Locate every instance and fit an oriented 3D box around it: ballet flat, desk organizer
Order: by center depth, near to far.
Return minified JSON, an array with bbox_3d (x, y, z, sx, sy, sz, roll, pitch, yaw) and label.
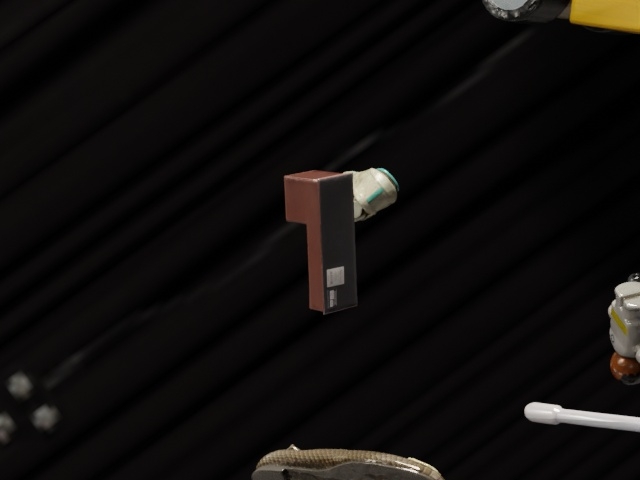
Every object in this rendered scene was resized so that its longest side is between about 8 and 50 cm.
[{"bbox_3d":[0.000,0.000,1.838,0.050,0.047,0.130,9,-74,45],"label":"desk organizer"},{"bbox_3d":[0.034,0.244,2.020,0.250,0.058,0.084,-5,-57,41],"label":"ballet flat"},{"bbox_3d":[0.038,-0.045,2.048,0.057,0.052,0.168,48,-12,-2],"label":"ballet flat"}]

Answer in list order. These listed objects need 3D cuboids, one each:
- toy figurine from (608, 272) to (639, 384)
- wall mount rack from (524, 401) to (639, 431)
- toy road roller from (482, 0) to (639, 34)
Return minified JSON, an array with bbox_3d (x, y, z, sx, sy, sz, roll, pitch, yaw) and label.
[{"bbox_3d":[0.458,0.102,2.328,0.213,0.209,0.148,15,-49,23],"label":"toy figurine"},{"bbox_3d":[0.324,0.262,1.672,0.350,0.130,0.304,56,3,-33],"label":"wall mount rack"},{"bbox_3d":[0.326,-0.310,1.877,0.202,0.240,0.329,-1,14,-44],"label":"toy road roller"}]
